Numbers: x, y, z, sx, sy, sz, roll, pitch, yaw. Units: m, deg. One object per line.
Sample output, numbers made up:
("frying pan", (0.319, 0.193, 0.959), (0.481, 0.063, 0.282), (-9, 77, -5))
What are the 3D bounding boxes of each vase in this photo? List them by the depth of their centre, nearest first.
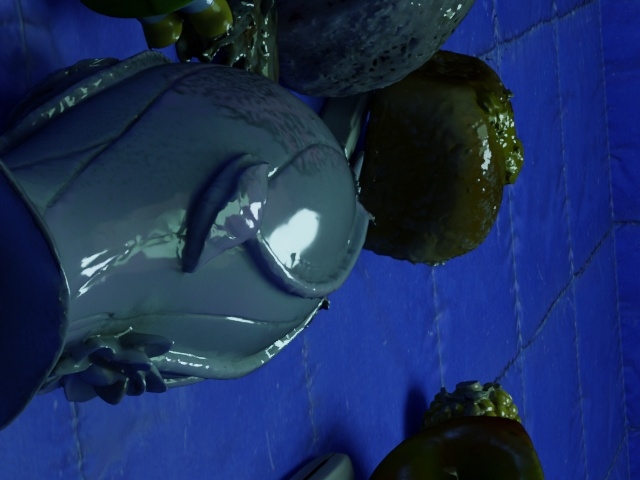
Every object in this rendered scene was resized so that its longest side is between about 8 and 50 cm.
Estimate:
("vase", (-0.143, -0.003, 1.083), (0.445, 0.250, 0.249), (-19, 107, -65))

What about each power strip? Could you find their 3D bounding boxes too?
("power strip", (0.023, -0.131, 1.800), (0.191, 0.048, 0.030), (-68, 156, -49))

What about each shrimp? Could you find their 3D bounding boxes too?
("shrimp", (-0.074, -0.161, 1.433), (0.360, 0.085, 0.246), (-63, 148, -79))

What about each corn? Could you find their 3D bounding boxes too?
("corn", (0.203, 0.371, 2.139), (0.144, 0.144, 0.387), (-38, 127, -66))

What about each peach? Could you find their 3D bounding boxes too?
("peach", (0.143, 0.387, 1.824), (0.306, 0.243, 0.380), (-111, -171, -63))

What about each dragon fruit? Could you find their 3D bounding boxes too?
("dragon fruit", (0.072, -0.283, 1.707), (0.204, 0.221, 0.282), (51, 39, -51))

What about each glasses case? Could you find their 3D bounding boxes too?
("glasses case", (-0.006, 0.279, 1.681), (0.204, 0.051, 0.081), (-22, 113, -70))

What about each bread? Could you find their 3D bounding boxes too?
("bread", (0.141, -0.085, 1.874), (0.195, 0.176, 0.246), (-49, 155, -59))

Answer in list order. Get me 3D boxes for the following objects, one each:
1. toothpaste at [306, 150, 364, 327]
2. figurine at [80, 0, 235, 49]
("toothpaste", (0.000, 0.000, 1.705), (0.089, 0.057, 0.234), (-52, -171, 41))
("figurine", (-0.146, -0.248, 1.173), (0.263, 0.162, 0.143), (62, 26, -48))
